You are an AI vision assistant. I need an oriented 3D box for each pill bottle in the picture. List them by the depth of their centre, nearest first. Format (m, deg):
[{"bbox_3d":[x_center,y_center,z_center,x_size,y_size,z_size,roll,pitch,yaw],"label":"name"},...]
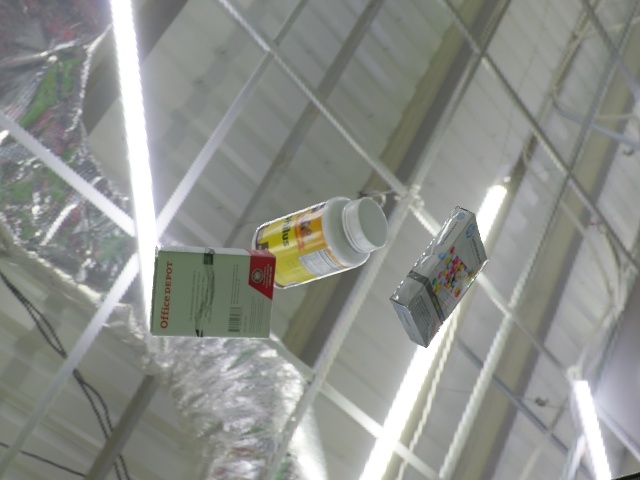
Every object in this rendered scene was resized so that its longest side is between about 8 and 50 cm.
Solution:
[{"bbox_3d":[0.000,0.000,1.325,0.117,0.215,0.117,29,-128,-45],"label":"pill bottle"}]

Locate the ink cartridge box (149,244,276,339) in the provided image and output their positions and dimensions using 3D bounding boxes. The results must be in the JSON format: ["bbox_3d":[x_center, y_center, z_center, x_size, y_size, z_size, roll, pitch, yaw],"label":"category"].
[{"bbox_3d":[-0.138,0.064,1.028,0.150,0.063,0.109,4,-81,-16],"label":"ink cartridge box"}]

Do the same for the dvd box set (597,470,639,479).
[{"bbox_3d":[0.264,0.289,0.705,0.420,0.307,0.062,56,-163,-54],"label":"dvd box set"}]

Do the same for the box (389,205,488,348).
[{"bbox_3d":[0.190,0.060,1.275,0.186,0.038,0.145,-53,-34,-17],"label":"box"}]
